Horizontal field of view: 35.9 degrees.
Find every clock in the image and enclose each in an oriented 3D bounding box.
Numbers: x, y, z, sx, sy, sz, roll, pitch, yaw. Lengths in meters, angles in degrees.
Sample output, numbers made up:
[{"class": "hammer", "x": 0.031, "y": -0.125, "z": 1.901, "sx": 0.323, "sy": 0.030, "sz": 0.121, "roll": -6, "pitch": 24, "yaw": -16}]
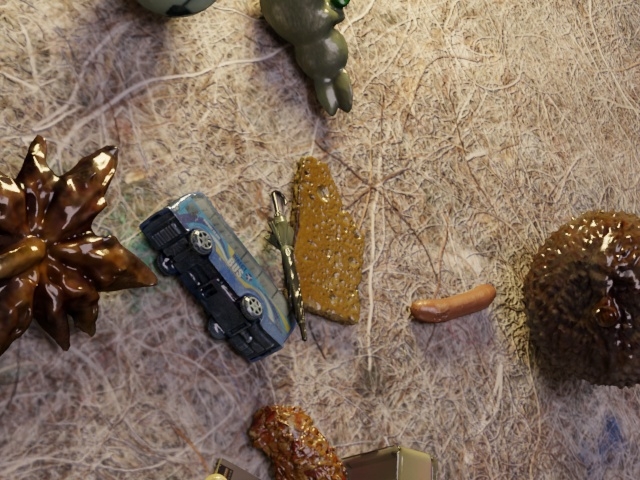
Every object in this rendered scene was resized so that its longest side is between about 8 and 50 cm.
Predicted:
[{"class": "clock", "x": 0.079, "y": 0.373, "z": 1.273, "sx": 0.071, "sy": 0.147, "sz": 0.192, "roll": 18, "pitch": 61, "yaw": -28}]

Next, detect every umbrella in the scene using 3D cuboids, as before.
[{"class": "umbrella", "x": -0.051, "y": 0.026, "z": 1.336, "sx": 0.044, "sy": 0.044, "sz": 0.269, "roll": 30, "pitch": 34, "yaw": -35}]

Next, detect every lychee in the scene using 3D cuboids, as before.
[{"class": "lychee", "x": 0.476, "y": 0.098, "z": 1.641, "sx": 0.300, "sy": 0.300, "sz": 0.300, "roll": 16, "pitch": 63, "yaw": -35}]

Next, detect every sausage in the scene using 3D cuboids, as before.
[{"class": "sausage", "x": 0.215, "y": 0.101, "z": 1.567, "sx": 0.186, "sy": 0.043, "sz": 0.043, "roll": -10, "pitch": 80, "yaw": -42}]

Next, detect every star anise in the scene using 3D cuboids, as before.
[{"class": "star anise", "x": -0.333, "y": 0.012, "z": 1.102, "sx": 0.349, "sy": 0.109, "sz": 0.292, "roll": 6, "pitch": 64, "yaw": -37}]

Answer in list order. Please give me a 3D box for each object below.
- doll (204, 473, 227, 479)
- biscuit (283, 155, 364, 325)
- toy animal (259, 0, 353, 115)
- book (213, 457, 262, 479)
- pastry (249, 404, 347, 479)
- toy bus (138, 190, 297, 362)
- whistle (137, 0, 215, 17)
[{"class": "doll", "x": -0.065, "y": 0.402, "z": 1.146, "sx": 0.271, "sy": 0.144, "sz": 0.208, "roll": 29, "pitch": 91, "yaw": -22}, {"class": "biscuit", "x": 0.009, "y": 0.000, "z": 1.445, "sx": 0.131, "sy": 0.026, "sz": 0.237, "roll": 23, "pitch": 59, "yaw": -33}, {"class": "toy animal", "x": -0.014, "y": -0.313, "z": 1.518, "sx": 0.108, "sy": 0.138, "sz": 0.236, "roll": -91, "pitch": 169, "yaw": -72}, {"class": "book", "x": -0.077, "y": 0.368, "z": 1.234, "sx": 0.181, "sy": 0.014, "sz": 0.127, "roll": 37, "pitch": 54, "yaw": -24}, {"class": "pastry", "x": -0.018, "y": 0.279, "z": 1.279, "sx": 0.169, "sy": 0.063, "sz": 0.087, "roll": 54, "pitch": 38, "yaw": -4}, {"class": "toy bus", "x": -0.130, "y": 0.046, "z": 1.283, "sx": 0.236, "sy": 0.079, "sz": 0.094, "roll": 53, "pitch": 32, "yaw": -10}, {"class": "whistle", "x": -0.199, "y": -0.394, "z": 1.370, "sx": 0.163, "sy": 0.163, "sz": 0.290, "roll": 42, "pitch": 14, "yaw": -19}]
